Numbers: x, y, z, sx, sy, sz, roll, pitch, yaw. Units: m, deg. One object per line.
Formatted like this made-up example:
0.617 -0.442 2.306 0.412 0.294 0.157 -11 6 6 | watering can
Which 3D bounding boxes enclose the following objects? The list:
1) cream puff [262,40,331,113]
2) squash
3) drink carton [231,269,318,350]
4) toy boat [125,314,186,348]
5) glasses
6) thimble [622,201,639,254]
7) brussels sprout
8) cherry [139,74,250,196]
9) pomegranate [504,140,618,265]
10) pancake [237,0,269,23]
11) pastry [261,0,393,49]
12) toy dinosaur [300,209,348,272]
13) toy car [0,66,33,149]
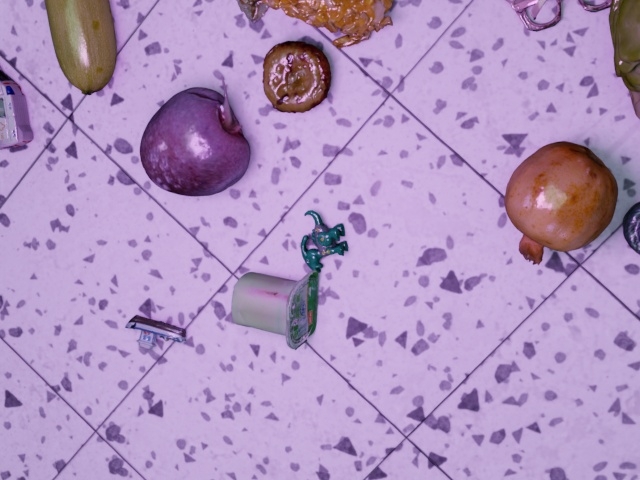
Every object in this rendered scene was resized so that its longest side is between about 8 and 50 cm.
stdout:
-0.046 -0.323 1.639 0.149 0.084 0.148 3 99 16 | cream puff
-0.488 -0.426 1.706 0.133 0.132 0.246 -10 97 14 | squash
-0.096 0.131 1.678 0.143 0.144 0.146 11 108 20 | drink carton
-0.359 0.203 1.783 0.140 0.059 0.066 15 82 13 | toy boat
0.435 -0.486 1.507 0.256 0.095 0.162 -16 88 11 | glasses
0.629 -0.025 1.518 0.135 0.090 0.118 -16 93 14 | thimble
0.606 -0.357 1.380 0.247 0.328 0.327 9 99 23 | brussels sprout
-0.246 -0.193 1.651 0.266 0.184 0.213 -27 82 30 | cherry
0.433 -0.079 1.502 0.207 0.207 0.207 2 97 13 | pomegranate
-0.188 -0.641 1.642 0.427 0.067 0.304 33 104 5 | pancake
0.019 -0.458 1.585 0.250 0.102 0.154 24 105 -6 | pastry
0.000 0.000 1.684 0.096 0.059 0.132 -13 102 19 | toy dinosaur
-0.694 -0.301 1.785 0.108 0.089 0.209 -6 97 13 | toy car
